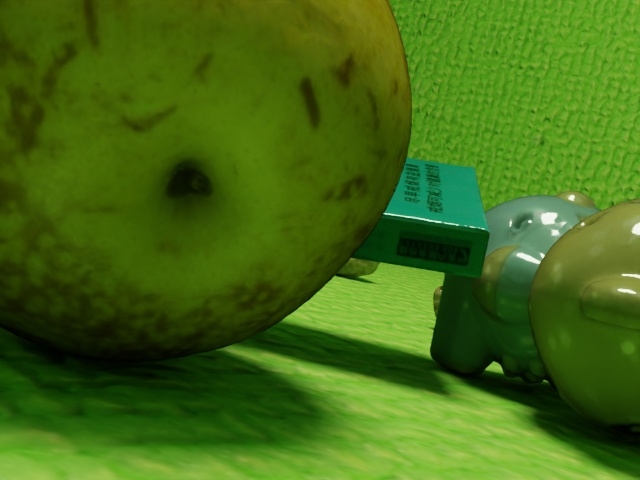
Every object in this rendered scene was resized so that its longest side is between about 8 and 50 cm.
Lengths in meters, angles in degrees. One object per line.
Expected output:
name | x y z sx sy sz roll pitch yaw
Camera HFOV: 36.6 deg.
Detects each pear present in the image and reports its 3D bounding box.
pear | -0.089 -0.075 0.512 0.280 0.281 0.281 14 3 -1

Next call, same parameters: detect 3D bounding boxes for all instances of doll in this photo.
doll | 0.205 0.047 0.672 0.177 0.162 0.260 14 1 -18

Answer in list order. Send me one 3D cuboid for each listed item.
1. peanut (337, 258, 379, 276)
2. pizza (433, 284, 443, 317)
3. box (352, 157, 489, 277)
peanut | 0.000 0.000 1.327 0.174 0.080 0.080 15 3 2
pizza | 0.260 0.083 0.974 0.289 0.081 0.229 14 3 -24
box | 0.004 -0.034 0.710 0.226 0.042 0.161 8 19 2
